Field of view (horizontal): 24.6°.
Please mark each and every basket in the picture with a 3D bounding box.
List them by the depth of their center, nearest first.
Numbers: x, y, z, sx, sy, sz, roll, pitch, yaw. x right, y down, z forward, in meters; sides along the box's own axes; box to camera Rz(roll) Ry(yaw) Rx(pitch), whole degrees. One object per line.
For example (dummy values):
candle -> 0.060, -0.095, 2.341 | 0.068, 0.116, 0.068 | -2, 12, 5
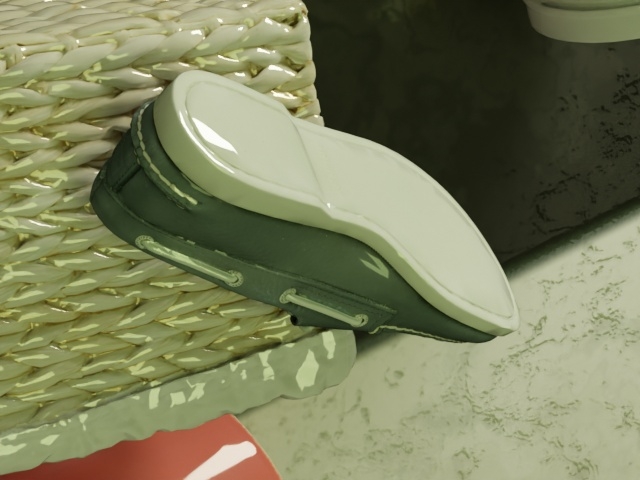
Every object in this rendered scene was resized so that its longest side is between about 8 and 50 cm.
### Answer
basket -> -0.193, -0.033, 0.997 | 0.331, 0.328, 0.266 | -13, 110, -29

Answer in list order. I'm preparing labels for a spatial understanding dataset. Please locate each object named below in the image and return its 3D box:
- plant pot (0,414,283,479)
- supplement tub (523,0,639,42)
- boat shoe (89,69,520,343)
plant pot -> -0.161, 0.259, 1.169 | 0.243, 0.275, 0.275 | -32, 121, -30
supplement tub -> 0.240, -0.347, 1.220 | 0.228, 0.228, 0.316 | -27, 119, -22
boat shoe -> 0.000, 0.000, 0.899 | 0.099, 0.116, 0.319 | -38, 138, 27
